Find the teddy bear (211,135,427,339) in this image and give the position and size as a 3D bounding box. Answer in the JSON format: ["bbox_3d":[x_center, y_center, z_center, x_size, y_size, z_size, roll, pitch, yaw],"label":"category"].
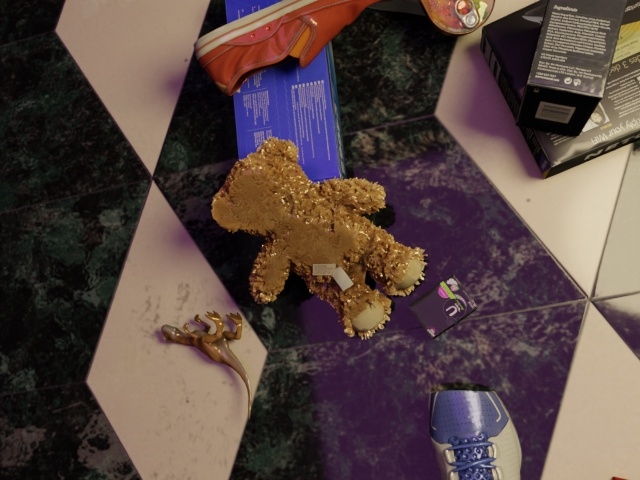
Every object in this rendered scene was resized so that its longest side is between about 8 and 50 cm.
[{"bbox_3d":[0.000,0.000,0.929,0.338,0.113,0.245,22,106,-7],"label":"teddy bear"}]

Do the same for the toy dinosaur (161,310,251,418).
[{"bbox_3d":[-0.161,0.176,1.001,0.212,0.064,0.112,28,107,24],"label":"toy dinosaur"}]

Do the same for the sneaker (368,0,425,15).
[{"bbox_3d":[0.129,-0.458,0.998,0.256,0.094,0.151,14,91,4],"label":"sneaker"}]

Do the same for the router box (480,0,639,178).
[{"bbox_3d":[0.430,-0.266,0.911,0.309,0.081,0.242,-23,77,9],"label":"router box"}]

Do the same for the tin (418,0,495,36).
[{"bbox_3d":[0.189,-0.401,0.932,0.106,0.040,0.189,-28,94,10],"label":"tin"}]

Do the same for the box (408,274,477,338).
[{"bbox_3d":[0.185,0.101,0.929,0.083,0.052,0.062,-36,75,6],"label":"box"}]

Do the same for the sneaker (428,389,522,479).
[{"bbox_3d":[0.220,0.359,0.817,0.128,0.182,0.315,-8,81,10],"label":"sneaker"}]

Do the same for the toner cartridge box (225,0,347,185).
[{"bbox_3d":[-0.057,-0.247,1.021,0.165,0.075,0.347,-7,81,10],"label":"toner cartridge box"}]

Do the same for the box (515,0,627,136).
[{"bbox_3d":[0.325,-0.240,0.807,0.093,0.156,0.158,14,85,14],"label":"box"}]

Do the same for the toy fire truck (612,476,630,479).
[{"bbox_3d":[0.362,0.420,0.846,0.135,0.047,0.191,6,84,12],"label":"toy fire truck"}]

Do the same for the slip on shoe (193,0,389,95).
[{"bbox_3d":[-0.027,-0.316,0.937,0.332,0.123,0.101,-21,101,8],"label":"slip on shoe"}]
